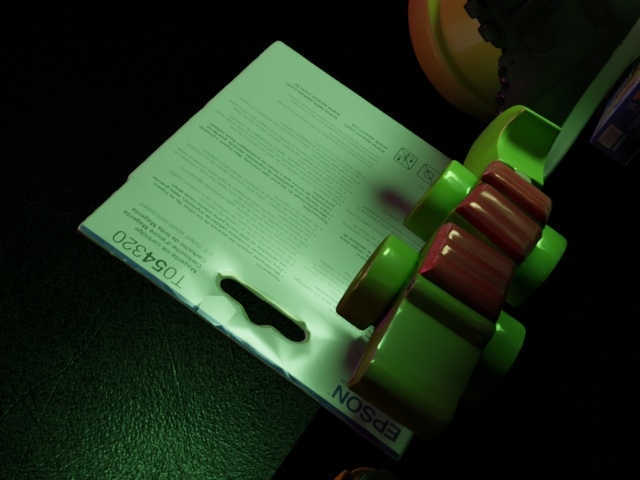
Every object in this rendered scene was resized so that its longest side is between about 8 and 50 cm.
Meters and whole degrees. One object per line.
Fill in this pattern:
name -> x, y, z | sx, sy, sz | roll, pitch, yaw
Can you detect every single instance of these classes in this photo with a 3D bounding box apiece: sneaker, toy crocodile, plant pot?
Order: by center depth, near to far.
toy crocodile -> 0.107, 0.011, 0.718 | 0.105, 0.115, 0.340 | -55, -4, 37
sneaker -> 0.171, -0.145, 0.880 | 0.296, 0.147, 0.104 | -60, -4, 28
plant pot -> 0.236, -0.245, 1.027 | 0.254, 0.254, 0.239 | -54, 9, -2

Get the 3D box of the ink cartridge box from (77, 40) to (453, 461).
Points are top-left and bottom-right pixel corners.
ink cartridge box -> 0.000, 0.000, 0.934 | 0.330, 0.324, 0.071 | -51, -5, -39

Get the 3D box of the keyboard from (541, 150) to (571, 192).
keyboard -> 0.264, -0.090, 1.237 | 0.100, 0.038, 0.192 | -55, -2, 23

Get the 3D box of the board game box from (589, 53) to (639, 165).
board game box -> 0.285, -0.162, 0.758 | 0.201, 0.035, 0.136 | -56, -4, 38

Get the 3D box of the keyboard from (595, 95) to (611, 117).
keyboard -> 0.371, -0.233, 1.078 | 0.072, 0.014, 0.256 | -51, -5, -45

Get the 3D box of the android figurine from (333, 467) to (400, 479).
android figurine -> -0.037, 0.251, 0.637 | 0.273, 0.056, 0.248 | -56, -3, 41
